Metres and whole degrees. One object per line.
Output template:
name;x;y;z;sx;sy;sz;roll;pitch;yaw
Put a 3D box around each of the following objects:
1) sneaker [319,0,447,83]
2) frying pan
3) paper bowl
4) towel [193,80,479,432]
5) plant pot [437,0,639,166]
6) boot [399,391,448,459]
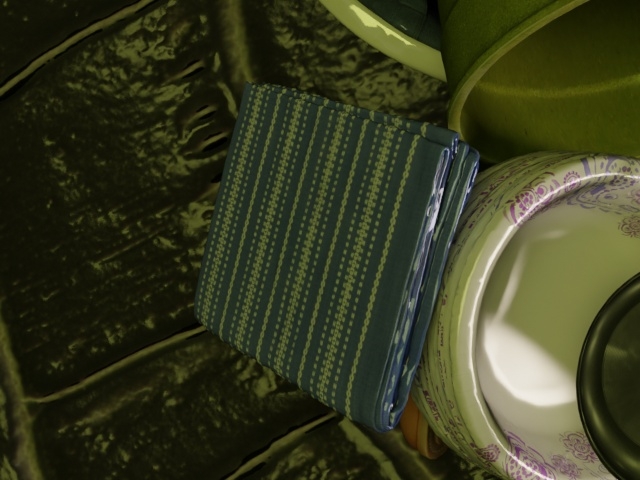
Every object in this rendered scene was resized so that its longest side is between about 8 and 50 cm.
sneaker;0.044;-0.289;1.332;0.350;0.131;0.148;44;106;16
frying pan;0.305;0.043;1.070;0.197;0.053;0.326;25;91;36
paper bowl;0.197;0.065;1.212;0.148;0.284;0.284;12;92;63
towel;0.000;0.000;1.228;0.336;0.040;0.243;24;101;56
plant pot;0.239;-0.293;1.178;0.366;0.366;0.353;-20;69;17
boot;0.028;0.056;1.340;0.220;0.109;0.284;0;98;27
